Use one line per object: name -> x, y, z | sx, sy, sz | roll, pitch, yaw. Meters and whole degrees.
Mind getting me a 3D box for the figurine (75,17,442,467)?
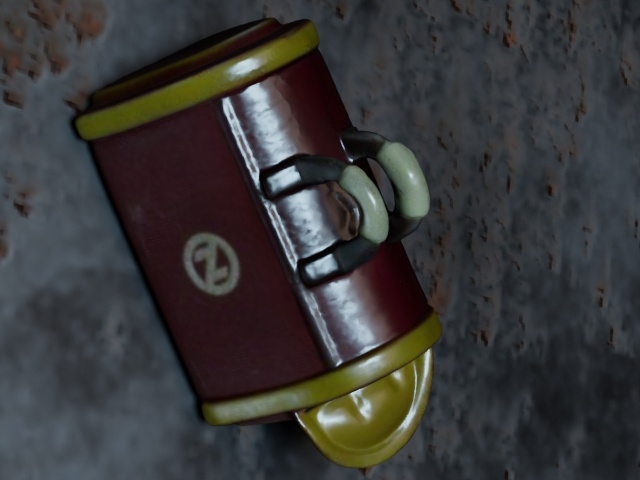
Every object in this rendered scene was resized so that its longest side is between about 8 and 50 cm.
figurine -> 0.000, 0.001, 0.628 | 0.082, 0.098, 0.154 | -32, 101, -41
